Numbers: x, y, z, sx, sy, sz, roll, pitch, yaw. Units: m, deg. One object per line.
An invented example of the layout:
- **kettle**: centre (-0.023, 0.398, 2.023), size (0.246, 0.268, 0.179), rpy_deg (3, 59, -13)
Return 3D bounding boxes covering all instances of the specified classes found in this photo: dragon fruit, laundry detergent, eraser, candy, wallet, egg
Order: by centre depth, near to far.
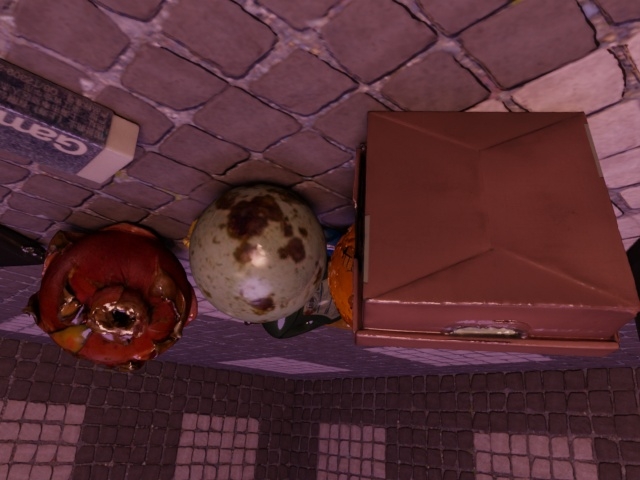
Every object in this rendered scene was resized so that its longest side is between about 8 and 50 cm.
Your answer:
- **eraser**: centre (-0.291, -0.121, 0.455), size (0.213, 0.046, 0.092), rpy_deg (22, 153, -40)
- **egg**: centre (-0.077, 0.021, 0.619), size (0.169, 0.168, 0.231), rpy_deg (5, 163, -2)
- **candy**: centre (0.000, 0.000, 0.738), size (0.137, 0.038, 0.088), rpy_deg (13, 172, -4)
- **dragon fruit**: centre (-0.324, 0.089, 0.773), size (0.251, 0.249, 0.315), rpy_deg (4, 172, -1)
- **laundry detergent**: centre (-0.037, 0.104, 0.792), size (0.222, 0.078, 0.144), rpy_deg (-16, 134, -42)
- **wallet**: centre (-0.621, 0.007, 0.851), size (0.251, 0.044, 0.149), rpy_deg (-3, 154, 18)

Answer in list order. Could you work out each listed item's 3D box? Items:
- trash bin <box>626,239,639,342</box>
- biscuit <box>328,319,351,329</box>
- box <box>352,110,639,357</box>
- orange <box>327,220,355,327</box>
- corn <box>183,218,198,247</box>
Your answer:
- **trash bin**: centre (0.534, 0.119, 0.667), size (0.164, 0.240, 0.122), rpy_deg (-1, 158, 15)
- **biscuit**: centre (0.078, 0.134, 0.994), size (0.275, 0.091, 0.213), rpy_deg (-2, 156, 9)
- **box**: centre (0.135, -0.015, 0.432), size (0.216, 0.214, 0.086), rpy_deg (2, 148, 6)
- **orange**: centre (0.121, 0.036, 0.586), size (0.235, 0.182, 0.234), rpy_deg (-13, 179, 0)
- **corn**: centre (-0.119, 0.019, 0.761), size (0.068, 0.067, 0.206), rpy_deg (-13, 152, 38)
